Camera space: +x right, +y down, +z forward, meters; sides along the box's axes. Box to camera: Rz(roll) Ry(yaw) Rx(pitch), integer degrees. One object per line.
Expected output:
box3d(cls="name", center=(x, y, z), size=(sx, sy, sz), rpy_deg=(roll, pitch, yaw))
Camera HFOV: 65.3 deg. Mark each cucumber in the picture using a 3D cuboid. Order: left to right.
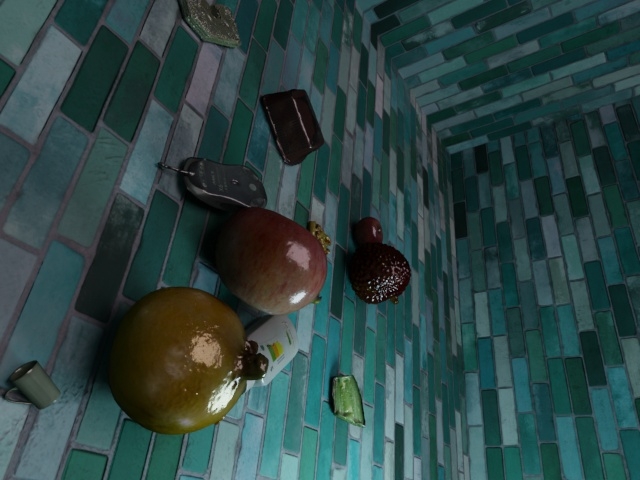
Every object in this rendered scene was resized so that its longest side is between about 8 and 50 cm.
box3d(cls="cucumber", center=(0.095, 0.603, 1.864), size=(0.085, 0.116, 0.192), rpy_deg=(115, -29, -65))

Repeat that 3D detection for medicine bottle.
box3d(cls="medicine bottle", center=(-0.181, 0.338, 1.489), size=(0.296, 0.111, 0.161), rpy_deg=(-31, 104, -58))

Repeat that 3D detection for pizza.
box3d(cls="pizza", center=(0.000, 0.000, 2.001), size=(0.134, 0.046, 0.174), rpy_deg=(-20, 94, -60))

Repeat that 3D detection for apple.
box3d(cls="apple", center=(-0.153, 0.071, 1.476), size=(0.345, 0.345, 0.269), rpy_deg=(42, 70, -44))
box3d(cls="apple", center=(0.223, -0.033, 2.317), size=(0.153, 0.120, 0.153), rpy_deg=(44, 38, -48))

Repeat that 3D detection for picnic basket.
box3d(cls="picnic basket", center=(-0.093, -0.456, 1.964), size=(0.222, 0.129, 0.296), rpy_deg=(-40, 113, -59))

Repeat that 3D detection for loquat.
box3d(cls="loquat", center=(-0.286, 0.269, 1.119), size=(0.328, 0.360, 0.327), rpy_deg=(4, 90, -76))

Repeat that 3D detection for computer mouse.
box3d(cls="computer mouse", center=(-0.322, -0.167, 1.506), size=(0.380, 0.090, 0.167), rpy_deg=(16, 50, -41))

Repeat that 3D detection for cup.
box3d(cls="cup", center=(-0.550, 0.284, 0.952), size=(0.083, 0.055, 0.075), rpy_deg=(64, 31, -22))

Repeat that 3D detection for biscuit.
box3d(cls="biscuit", center=(-0.372, -0.750, 1.707), size=(0.250, 0.046, 0.147), rpy_deg=(-20, 95, -60))

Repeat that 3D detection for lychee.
box3d(cls="lychee", center=(0.254, 0.145, 2.153), size=(0.276, 0.276, 0.304), rpy_deg=(17, 42, -56))

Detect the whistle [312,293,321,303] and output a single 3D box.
box3d(cls="whistle", center=(-0.102, 0.185, 1.740), size=(0.068, 0.057, 0.327), rpy_deg=(44, 16, 30))
